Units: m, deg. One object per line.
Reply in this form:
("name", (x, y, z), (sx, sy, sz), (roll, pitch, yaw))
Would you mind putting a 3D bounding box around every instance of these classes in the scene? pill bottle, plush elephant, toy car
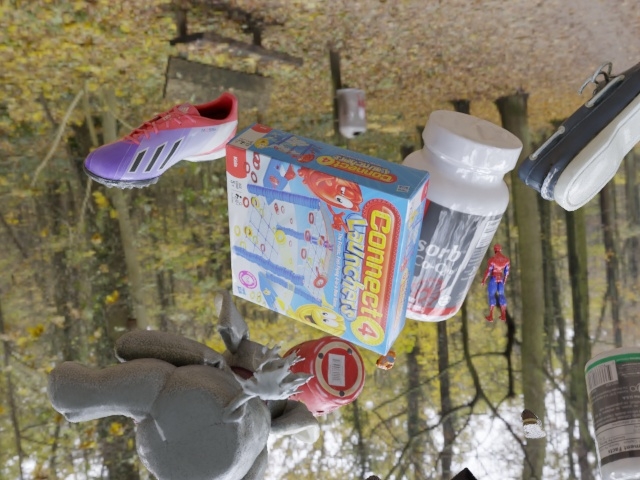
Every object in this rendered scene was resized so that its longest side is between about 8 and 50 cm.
("pill bottle", (0.227, -0.045, 1.154), (0.210, 0.363, 0.210), (12, -151, -7))
("pill bottle", (0.707, 0.434, 1.323), (0.204, 0.361, 0.204), (5, 146, 3))
("plush elephant", (-0.141, 0.219, 0.812), (0.329, 0.272, 0.255), (-29, 173, 7))
("toy car", (0.142, 0.287, 1.528), (0.060, 0.122, 0.041), (-43, -153, 15))

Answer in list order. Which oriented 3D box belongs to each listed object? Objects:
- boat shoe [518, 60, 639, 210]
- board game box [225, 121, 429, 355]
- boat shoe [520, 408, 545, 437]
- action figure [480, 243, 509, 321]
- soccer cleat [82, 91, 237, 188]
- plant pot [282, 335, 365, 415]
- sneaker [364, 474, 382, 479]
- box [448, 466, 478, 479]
("boat shoe", (0.326, -0.143, 0.669), (0.079, 0.254, 0.095), (43, -178, 39))
("board game box", (0.000, 0.000, 0.980), (0.301, 0.308, 0.086), (19, -141, 21))
("boat shoe", (0.567, 0.490, 1.624), (0.056, 0.049, 0.152), (-11, 145, 17))
("action figure", (0.266, 0.063, 0.920), (0.038, 0.115, 0.030), (1, -172, -7))
("soccer cleat", (-0.267, -0.182, 1.057), (0.108, 0.117, 0.318), (39, -141, 20))
("plant pot", (0.009, 0.337, 1.523), (0.191, 0.191, 0.174), (-8, 165, -34))
("sneaker", (0.122, 0.678, 1.439), (0.162, 0.281, 0.106), (-31, -146, 0))
("box", (0.332, 0.876, 1.802), (0.343, 0.179, 0.313), (-31, 154, -21))
